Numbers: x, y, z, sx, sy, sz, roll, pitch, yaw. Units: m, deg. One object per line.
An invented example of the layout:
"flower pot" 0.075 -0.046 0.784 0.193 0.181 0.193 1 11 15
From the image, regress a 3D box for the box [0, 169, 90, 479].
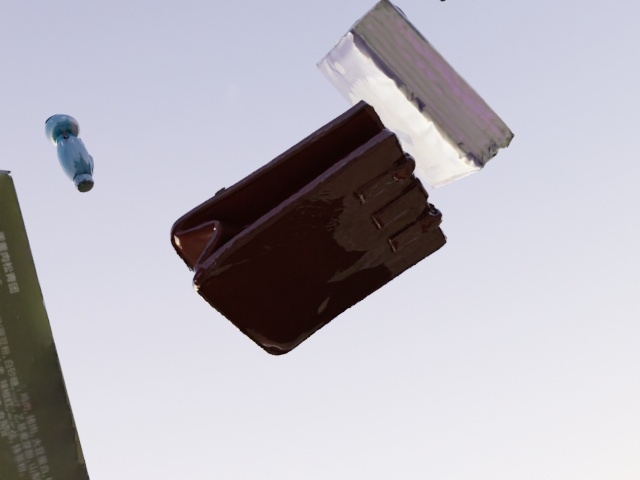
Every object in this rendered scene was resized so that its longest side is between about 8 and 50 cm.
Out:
"box" -0.392 0.172 0.850 0.373 0.420 0.138 -16 -2 41

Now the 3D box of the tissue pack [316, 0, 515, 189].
"tissue pack" 0.167 -0.256 1.633 0.125 0.343 0.242 -46 7 -15

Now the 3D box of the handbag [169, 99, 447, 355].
"handbag" -0.001 -0.001 1.018 0.275 0.084 0.260 -35 -36 4

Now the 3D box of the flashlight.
"flashlight" -0.346 -0.120 1.235 0.051 0.129 0.051 -20 -28 -11
